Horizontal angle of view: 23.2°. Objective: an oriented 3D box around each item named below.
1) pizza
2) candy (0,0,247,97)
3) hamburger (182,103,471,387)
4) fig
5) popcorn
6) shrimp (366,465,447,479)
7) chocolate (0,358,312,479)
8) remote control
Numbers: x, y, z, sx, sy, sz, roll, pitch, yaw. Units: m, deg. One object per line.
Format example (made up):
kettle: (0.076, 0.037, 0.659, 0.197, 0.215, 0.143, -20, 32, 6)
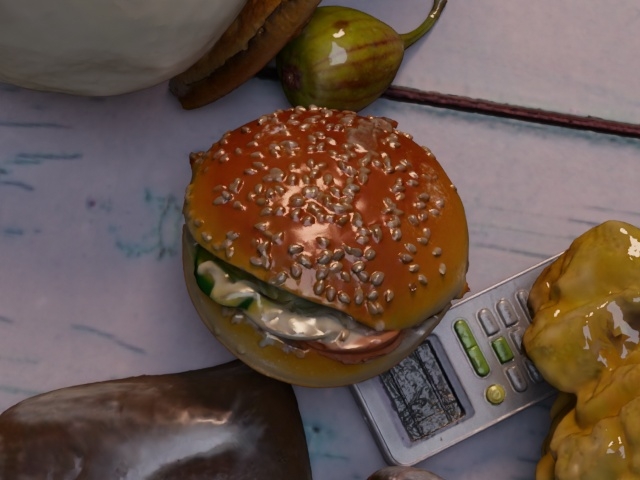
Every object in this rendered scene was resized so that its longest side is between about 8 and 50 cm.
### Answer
pizza: (-0.056, -0.205, 1.248, 0.052, 0.185, 0.195, 27, 45, -34)
candy: (-0.212, -0.302, 1.132, 0.386, 0.186, 0.427, -42, 84, 22)
hamburger: (0.004, 0.000, 1.174, 0.237, 0.147, 0.237, 3, 64, -7)
fig: (0.044, -0.160, 1.250, 0.166, 0.093, 0.093, -26, 83, -9)
popcorn: (0.278, 0.137, 1.135, 0.265, 0.225, 0.332, -19, 72, -16)
shrimp: (0.151, 0.300, 1.150, 0.343, 0.145, 0.116, 50, 43, -5)
chocolate: (-0.130, 0.174, 1.166, 0.254, 0.080, 0.157, -10, 80, -8)
remote control: (0.146, 0.087, 1.240, 0.250, 0.034, 0.103, -24, 82, -10)
